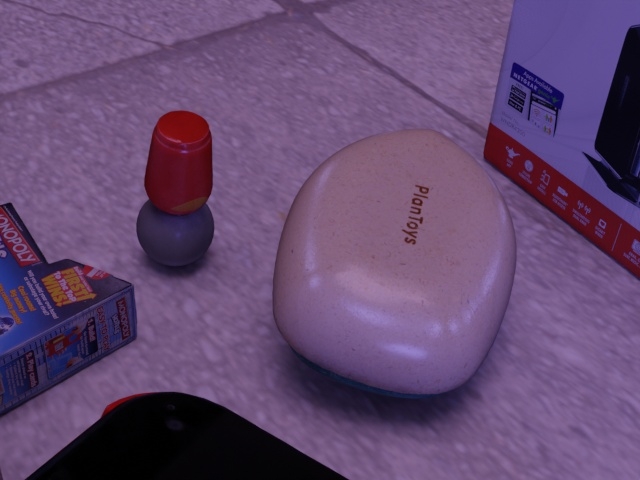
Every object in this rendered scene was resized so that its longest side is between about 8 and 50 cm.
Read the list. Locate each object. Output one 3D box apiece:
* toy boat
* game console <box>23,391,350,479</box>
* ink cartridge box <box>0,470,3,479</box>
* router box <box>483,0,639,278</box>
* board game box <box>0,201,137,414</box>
[{"bbox_3d":[0.000,0.000,0.836,0.318,0.148,0.267,19,45,6],"label":"toy boat"},{"bbox_3d":[-0.045,0.235,0.471,0.342,0.060,0.386,29,29,12],"label":"game console"},{"bbox_3d":[-0.296,0.106,0.524,0.226,0.306,0.131,-23,46,-29],"label":"ink cartridge box"},{"bbox_3d":[0.298,-0.123,0.871,0.082,0.301,0.335,-19,44,-27],"label":"router box"},{"bbox_3d":[-0.252,0.055,0.789,0.194,0.060,0.194,-17,43,-26],"label":"board game box"}]
